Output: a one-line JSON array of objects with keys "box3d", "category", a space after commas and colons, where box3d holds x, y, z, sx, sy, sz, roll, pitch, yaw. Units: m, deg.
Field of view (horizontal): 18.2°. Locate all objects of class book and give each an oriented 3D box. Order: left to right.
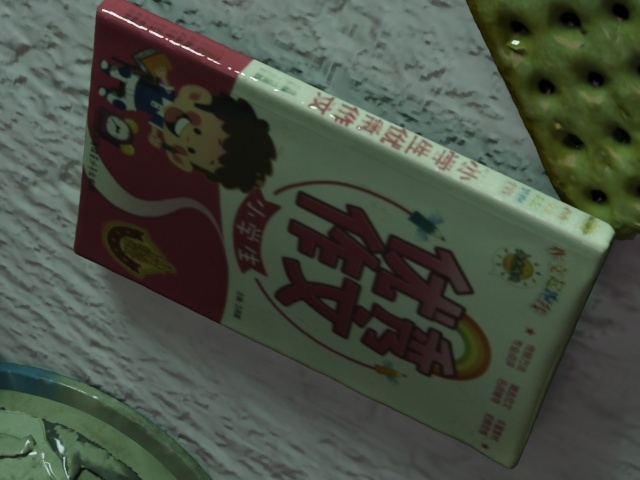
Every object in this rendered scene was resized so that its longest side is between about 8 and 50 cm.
[{"box3d": [0.000, 0.000, 0.858, 0.232, 0.022, 0.162, 27, 142, 10], "category": "book"}]

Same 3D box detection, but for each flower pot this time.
[{"box3d": [-0.167, 0.207, 1.040, 0.212, 0.202, 0.212, 15, 138, 14], "category": "flower pot"}]

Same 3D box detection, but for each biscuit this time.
[{"box3d": [0.171, -0.059, 0.710, 0.231, 0.016, 0.139, -4, 129, 35], "category": "biscuit"}]
